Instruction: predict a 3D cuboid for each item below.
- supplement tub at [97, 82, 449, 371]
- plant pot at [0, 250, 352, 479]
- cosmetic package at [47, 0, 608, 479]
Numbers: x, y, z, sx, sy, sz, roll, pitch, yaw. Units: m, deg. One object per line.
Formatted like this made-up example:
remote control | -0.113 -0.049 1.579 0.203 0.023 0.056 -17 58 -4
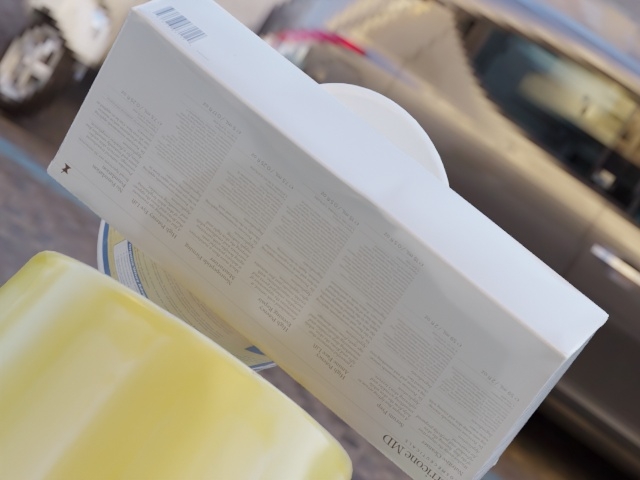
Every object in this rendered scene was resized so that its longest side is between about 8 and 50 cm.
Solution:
supplement tub | -0.028 -0.004 1.069 0.144 0.144 0.200 27 -20 -19
plant pot | -0.119 0.145 0.791 0.254 0.239 0.254 32 -12 8
cosmetic package | 0.000 0.000 0.850 0.239 0.099 0.060 40 30 10
